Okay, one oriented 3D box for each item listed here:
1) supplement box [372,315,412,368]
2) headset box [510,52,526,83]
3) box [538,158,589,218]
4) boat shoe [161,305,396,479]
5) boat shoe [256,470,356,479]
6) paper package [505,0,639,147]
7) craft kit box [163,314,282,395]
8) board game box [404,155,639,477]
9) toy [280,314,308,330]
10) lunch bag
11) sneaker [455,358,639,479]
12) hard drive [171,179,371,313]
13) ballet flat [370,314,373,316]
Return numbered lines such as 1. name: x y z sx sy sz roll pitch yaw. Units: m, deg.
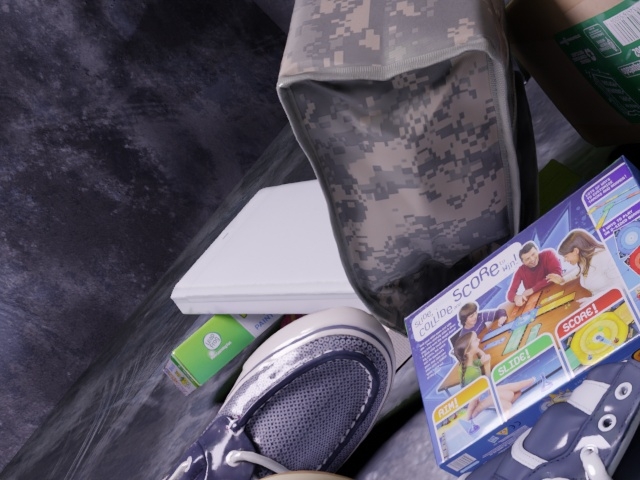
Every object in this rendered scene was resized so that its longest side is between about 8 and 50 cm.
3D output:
1. supplement box: 0.060 0.096 0.878 0.098 0.036 0.062 -46 13 2
2. headset box: 0.132 -0.280 1.318 0.131 0.283 0.246 -33 10 -14
3. box: 0.187 -0.001 0.750 0.109 0.042 0.178 -45 13 9
4. boat shoe: -0.057 0.214 0.742 0.340 0.127 0.158 -51 17 17
5. boat shoe: -0.043 0.262 0.397 0.110 0.122 0.341 -127 55 -66
6. paper package: 0.311 -0.228 0.686 0.309 0.168 0.325 -46 5 1
7. craft kit box: -0.081 0.089 1.153 0.250 0.061 0.246 -41 -4 -16
8. board game box: 0.149 0.052 0.616 0.201 0.035 0.136 -40 35 26
9. toy: -0.012 0.103 1.062 0.237 0.056 0.137 -49 11 -11
10. lunch bag: 0.083 -0.090 0.741 0.169 0.287 0.235 -7 44 13
11. sneaker: 0.115 0.150 0.372 0.153 0.099 0.282 -44 9 18
12. hard drive: 0.000 0.000 0.992 0.307 0.040 0.203 -5 37 44
13. ballet flat: 0.003 0.104 0.943 0.248 0.086 0.086 -50 13 -19
